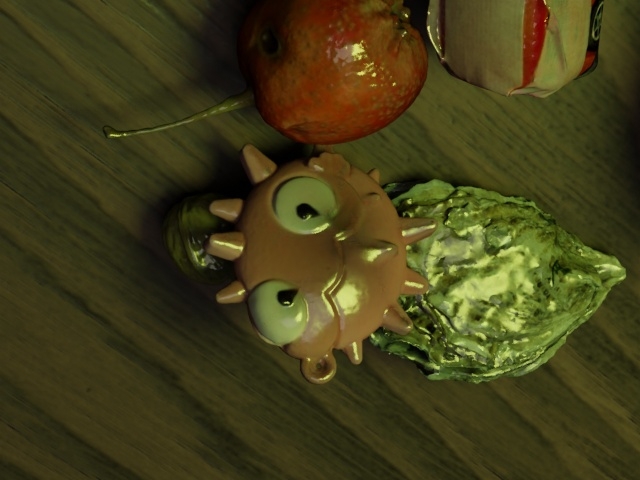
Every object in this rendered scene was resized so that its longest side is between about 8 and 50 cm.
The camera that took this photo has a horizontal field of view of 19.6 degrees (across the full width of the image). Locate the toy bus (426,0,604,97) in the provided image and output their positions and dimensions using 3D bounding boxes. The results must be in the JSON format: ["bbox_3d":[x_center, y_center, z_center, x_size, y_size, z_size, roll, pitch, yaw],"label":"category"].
[{"bbox_3d":[0.171,-0.266,1.575,0.128,0.147,0.302,16,121,27],"label":"toy bus"}]

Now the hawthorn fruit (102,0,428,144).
[{"bbox_3d":[-0.046,-0.131,1.620,0.285,0.165,0.165,-29,119,11],"label":"hawthorn fruit"}]

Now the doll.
[{"bbox_3d":[0.000,0.000,1.669,0.211,0.093,0.262,12,74,-10],"label":"doll"}]

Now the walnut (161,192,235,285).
[{"bbox_3d":[-0.102,-0.002,1.712,0.092,0.092,0.092,-5,118,-9],"label":"walnut"}]

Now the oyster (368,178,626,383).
[{"bbox_3d":[0.147,0.043,1.780,0.268,0.112,0.198,26,89,-14],"label":"oyster"}]
